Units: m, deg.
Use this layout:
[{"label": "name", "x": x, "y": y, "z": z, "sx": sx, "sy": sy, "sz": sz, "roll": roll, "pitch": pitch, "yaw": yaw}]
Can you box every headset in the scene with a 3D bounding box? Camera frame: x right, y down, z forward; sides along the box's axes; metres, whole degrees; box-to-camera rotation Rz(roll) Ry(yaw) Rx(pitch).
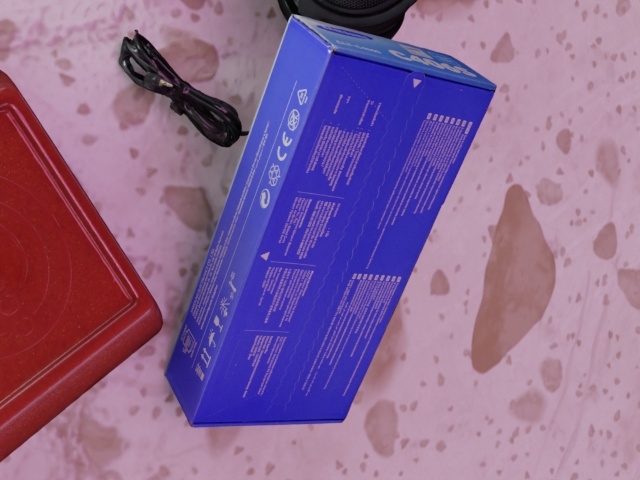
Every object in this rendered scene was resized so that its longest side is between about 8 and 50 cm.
[{"label": "headset", "x": 0.006, "y": -0.256, "z": 0.807, "sx": 0.185, "sy": 0.243, "sz": 0.394, "roll": 37, "pitch": 89, "yaw": -3}]

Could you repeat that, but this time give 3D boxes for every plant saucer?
[{"label": "plant saucer", "x": -0.252, "y": 0.020, "z": 0.666, "sx": 0.259, "sy": 0.048, "sz": 0.258, "roll": -41, "pitch": 104, "yaw": -44}]

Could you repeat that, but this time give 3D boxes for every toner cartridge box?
[{"label": "toner cartridge box", "x": 0.000, "y": 0.000, "z": 0.784, "sx": 0.165, "sy": 0.075, "sz": 0.347, "roll": 6, "pitch": 118, "yaw": -35}]
